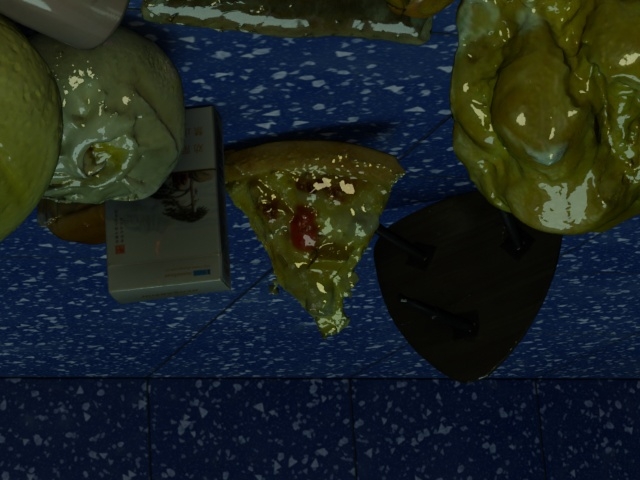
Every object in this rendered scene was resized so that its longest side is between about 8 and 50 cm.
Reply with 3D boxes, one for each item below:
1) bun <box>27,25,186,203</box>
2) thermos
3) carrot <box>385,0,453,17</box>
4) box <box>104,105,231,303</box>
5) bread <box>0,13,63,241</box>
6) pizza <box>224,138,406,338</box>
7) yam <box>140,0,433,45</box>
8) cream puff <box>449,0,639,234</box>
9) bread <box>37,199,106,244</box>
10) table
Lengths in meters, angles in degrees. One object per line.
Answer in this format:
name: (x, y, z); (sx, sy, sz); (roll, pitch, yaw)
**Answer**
bun: (-0.262, -0.130, 1.777); (0.239, 0.141, 0.239); (-11, 134, -11)
thermos: (-0.292, -0.261, 1.502); (0.193, 0.105, 0.137); (18, -175, -44)
carrot: (0.062, -0.277, 1.414); (0.082, 0.173, 0.082); (-22, 160, -9)
box: (-0.195, -0.045, 2.016); (0.149, 0.233, 0.067); (-7, 164, 10)
bread: (-0.410, -0.111, 1.560); (0.237, 0.320, 0.320); (37, -175, 29)
pizza: (0.000, 0.000, 2.163); (0.280, 0.288, 0.075); (-7, -166, 19)
yam: (-0.030, -0.245, 1.646); (0.317, 0.071, 0.067); (3, -153, -16)
cream puff: (0.284, -0.175, 1.452); (0.275, 0.378, 0.378); (14, 172, 24)
bread: (-0.266, -0.063, 2.179); (0.241, 0.107, 0.136); (-14, 164, 34)
table: (0.167, 0.020, 2.289); (0.317, 0.317, 0.249); (-12, 151, 26)
